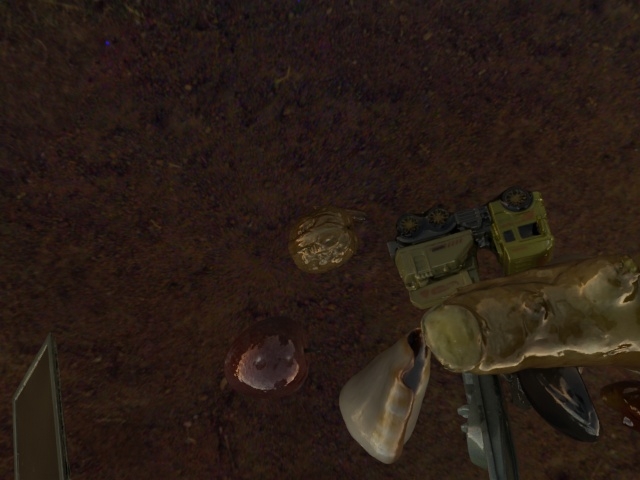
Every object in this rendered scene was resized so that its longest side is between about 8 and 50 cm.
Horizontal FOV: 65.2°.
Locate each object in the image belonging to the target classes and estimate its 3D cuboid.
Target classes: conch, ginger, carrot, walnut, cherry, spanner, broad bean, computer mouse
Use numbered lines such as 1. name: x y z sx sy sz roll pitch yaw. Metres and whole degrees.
1. conch: 0.082 0.171 0.542 0.104 0.176 0.094 -24 69 -45
2. ginger: 0.294 0.068 0.441 0.348 0.363 0.122 -18 54 24
3. carrot: 0.057 -0.082 1.456 0.165 0.035 0.036 11 87 6
4. walnut: 0.000 0.000 1.227 0.184 0.155 0.155 -29 91 29
5. cherry: -0.127 0.315 1.367 0.285 0.236 0.213 -13 82 12
6. spanner: 0.451 0.314 1.315 0.026 0.325 0.093 -9 121 -18
7. broad bean: 0.797 0.412 1.208 0.156 0.228 0.122 6 89 -38
8. computer mouse: 0.360 0.205 0.806 0.086 0.270 0.138 -20 114 17

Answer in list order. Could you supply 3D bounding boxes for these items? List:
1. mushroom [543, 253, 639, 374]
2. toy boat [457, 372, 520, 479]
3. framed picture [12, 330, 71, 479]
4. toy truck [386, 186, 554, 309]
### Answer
1. mushroom: 0.582 0.185 1.075 0.290 0.292 0.293 21 85 20
2. toy boat: 0.305 0.359 0.914 0.092 0.320 0.141 -10 119 14
3. framed picture: -0.472 0.324 0.838 0.217 0.017 0.274 -47 51 27
4. toy truck: 0.386 0.025 1.293 0.405 0.181 0.254 -15 61 10
